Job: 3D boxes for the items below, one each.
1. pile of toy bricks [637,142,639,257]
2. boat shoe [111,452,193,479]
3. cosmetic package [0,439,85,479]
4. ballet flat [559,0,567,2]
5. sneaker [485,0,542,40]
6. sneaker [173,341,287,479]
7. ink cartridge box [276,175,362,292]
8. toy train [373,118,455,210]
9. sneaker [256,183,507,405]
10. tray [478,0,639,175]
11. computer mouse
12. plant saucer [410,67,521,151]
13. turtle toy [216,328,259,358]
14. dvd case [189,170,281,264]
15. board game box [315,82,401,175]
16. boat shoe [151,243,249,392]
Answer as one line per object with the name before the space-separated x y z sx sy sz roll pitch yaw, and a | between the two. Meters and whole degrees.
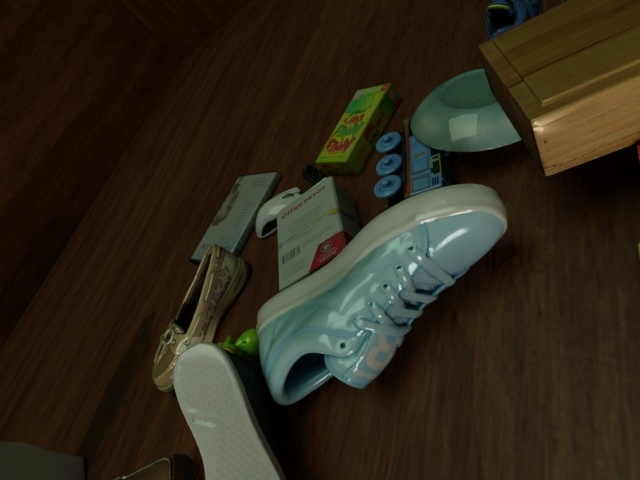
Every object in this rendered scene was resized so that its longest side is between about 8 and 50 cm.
pile of toy bricks | 0.308 -0.007 0.318 0.118 0.105 0.212 -13 50 41
boat shoe | -0.323 0.427 0.616 0.324 0.120 0.123 -43 37 12
cosmetic package | -0.656 0.596 0.741 0.453 0.230 0.161 -54 36 -2
ballet flat | 0.437 -0.390 0.553 0.241 0.091 0.077 -19 16 31
sneaker | 0.299 -0.363 0.664 0.069 0.082 0.209 -15 47 42
sneaker | -0.077 0.267 0.518 0.104 0.147 0.296 -26 71 7
ink cartridge box | 0.000 0.000 0.677 0.127 0.072 0.175 -34 39 24
toy train | 0.139 -0.103 0.617 0.105 0.080 0.184 -16 46 27
sneaker | 0.067 0.088 0.495 0.366 0.135 0.150 -39 44 30
tray | 0.379 -0.221 0.383 0.410 0.076 0.203 -21 38 21
computer mouse | -0.071 -0.076 0.847 0.193 0.042 0.106 -38 39 18
plant saucer | 0.219 -0.195 0.584 0.194 0.037 0.195 -13 43 12
turtle toy | -0.139 0.195 0.663 0.130 0.066 0.095 -60 13 -16
dvd case | -0.202 -0.050 0.986 0.180 0.022 0.253 5 63 49
board game box | 0.072 -0.211 0.808 0.092 0.043 0.181 12 68 51
boat shoe | -0.246 0.143 0.805 0.104 0.089 0.285 9 66 50
